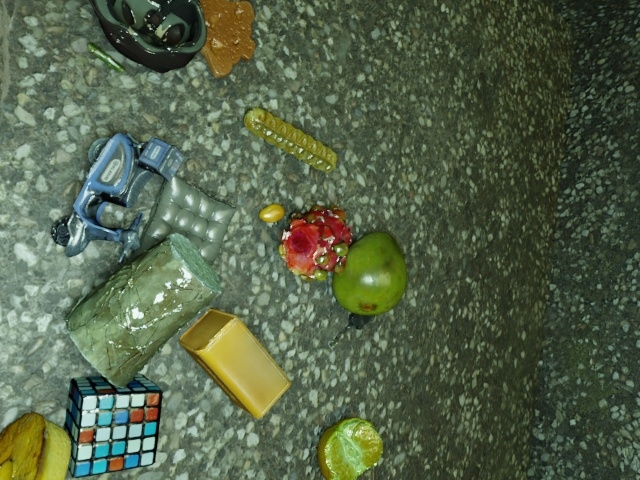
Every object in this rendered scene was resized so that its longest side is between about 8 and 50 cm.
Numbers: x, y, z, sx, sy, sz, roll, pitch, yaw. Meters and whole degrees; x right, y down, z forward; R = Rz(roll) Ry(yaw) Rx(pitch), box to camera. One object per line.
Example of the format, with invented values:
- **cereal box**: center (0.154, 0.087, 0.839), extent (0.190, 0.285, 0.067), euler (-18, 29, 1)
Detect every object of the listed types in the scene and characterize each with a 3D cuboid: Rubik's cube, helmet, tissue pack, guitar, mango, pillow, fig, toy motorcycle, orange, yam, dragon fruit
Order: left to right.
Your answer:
- **Rubik's cube**: center (-0.507, 0.438, 1.088), extent (0.186, 0.184, 0.182), euler (8, 83, -35)
- **toy motorcycle**: center (-0.508, -0.105, 1.118), extent (0.212, 0.125, 0.359), euler (24, 80, 6)
- **helmet**: center (-0.461, -0.569, 1.177), extent (0.305, 0.177, 0.225), euler (26, 67, -23)
- **yam**: center (-0.413, 0.160, 1.062), extent (0.348, 0.241, 0.241), euler (-43, 114, -4)
- **pillow**: center (-0.388, -0.004, 1.250), extent (0.228, 0.101, 0.327), euler (28, 74, -30)
- **tissue pack**: center (-0.244, 0.347, 1.277), extent (0.145, 0.194, 0.275), euler (-46, 113, -28)
- **mango**: center (-0.159, -0.088, 1.455), extent (0.089, 0.046, 0.060), euler (-13, 93, -23)
- **dragon fruit**: center (0.000, -0.006, 1.450), extent (0.227, 0.243, 0.308), euler (27, 72, 9)
- **orange**: center (0.086, 0.708, 1.521), extent (0.237, 0.158, 0.180), euler (-27, 97, -30)
- **guitar**: center (0.115, 0.312, 1.643), extent (0.233, 0.025, 0.088), euler (-37, 110, -32)
- **fig**: center (0.181, 0.100, 1.570), extent (0.258, 0.257, 0.327), euler (43, 48, -26)

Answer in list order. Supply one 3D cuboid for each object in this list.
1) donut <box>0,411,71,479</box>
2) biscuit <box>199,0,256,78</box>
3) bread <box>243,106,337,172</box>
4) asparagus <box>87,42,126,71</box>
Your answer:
- **donut**: center (-0.635, 0.463, 0.982), extent (0.101, 0.258, 0.152), euler (43, 46, -41)
- **biscuit**: center (-0.334, -0.659, 1.355), extent (0.306, 0.043, 0.284), euler (30, 72, -29)
- **bread**: center (-0.092, -0.330, 1.493), extent (0.367, 0.084, 0.077), euler (24, 34, -31)
- **asparagus**: center (-0.567, -0.481, 1.189), extent (0.108, 0.021, 0.025), euler (35, 73, -30)
